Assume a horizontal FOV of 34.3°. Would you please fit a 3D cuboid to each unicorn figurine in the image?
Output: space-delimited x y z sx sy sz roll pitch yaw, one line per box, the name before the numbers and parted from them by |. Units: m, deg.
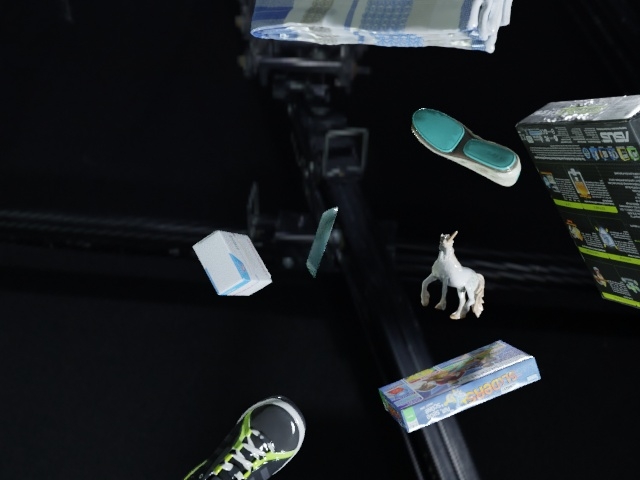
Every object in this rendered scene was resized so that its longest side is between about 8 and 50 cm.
unicorn figurine | 0.202 0.057 1.595 0.060 0.162 0.111 13 -100 36

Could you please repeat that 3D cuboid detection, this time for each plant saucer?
plant saucer | 0.000 0.000 1.655 0.021 0.119 0.119 18 -134 0

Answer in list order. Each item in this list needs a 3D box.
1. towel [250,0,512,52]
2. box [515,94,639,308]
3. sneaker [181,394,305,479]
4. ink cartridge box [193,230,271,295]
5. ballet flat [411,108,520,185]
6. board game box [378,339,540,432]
towel | 0.051 -0.261 0.847 0.034 0.209 0.285 10 -177 -44
box | 0.250 -0.025 0.832 0.045 0.184 0.190 -34 -169 -9
sneaker | -0.107 0.296 1.307 0.084 0.235 0.097 41 -160 -3
ink cartridge box | -0.134 0.037 1.602 0.052 0.122 0.089 -32 -102 14
ballet flat | 0.189 -0.118 1.376 0.168 0.052 0.057 34 -107 27
board game box | 0.194 0.204 1.473 0.201 0.035 0.136 -20 -172 -7
